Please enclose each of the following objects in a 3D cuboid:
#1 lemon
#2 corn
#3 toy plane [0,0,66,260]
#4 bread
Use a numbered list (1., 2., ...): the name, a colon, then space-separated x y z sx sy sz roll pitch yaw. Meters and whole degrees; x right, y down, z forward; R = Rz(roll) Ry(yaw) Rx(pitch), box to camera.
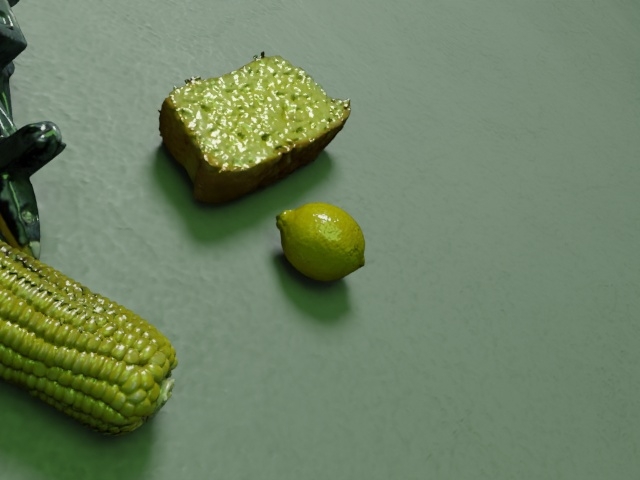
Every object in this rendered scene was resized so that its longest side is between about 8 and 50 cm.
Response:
1. lemon: 0.000 0.000 0.516 0.083 0.062 0.062 31 47 -1
2. corn: -0.180 0.047 0.374 0.203 0.072 0.072 30 48 -6
3. toy plane: -0.252 -0.132 0.441 0.316 0.103 0.204 56 15 12
4. bread: -0.057 -0.102 0.558 0.103 0.065 0.187 44 49 7
